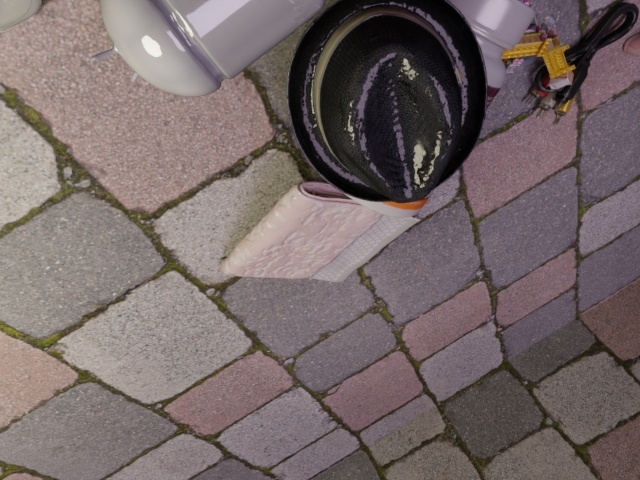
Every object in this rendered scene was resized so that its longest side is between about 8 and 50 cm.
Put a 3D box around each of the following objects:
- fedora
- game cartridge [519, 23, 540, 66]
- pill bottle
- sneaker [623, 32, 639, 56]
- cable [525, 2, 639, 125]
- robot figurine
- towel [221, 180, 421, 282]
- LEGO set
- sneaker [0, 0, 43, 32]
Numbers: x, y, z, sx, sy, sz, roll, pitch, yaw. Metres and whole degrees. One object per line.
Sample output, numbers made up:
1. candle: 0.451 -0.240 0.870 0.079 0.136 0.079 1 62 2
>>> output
1. fedora: 0.103 -0.174 0.745 0.334 0.152 0.334 -1 123 -1
2. game cartridge: 0.423 -0.400 1.080 0.056 0.017 0.083 -18 136 -10
3. pill bottle: 0.175 -0.255 0.920 0.224 0.224 0.392 7 126 -35
4. sneaker: 0.765 -0.455 1.186 0.134 0.070 0.051 -31 136 -2
5. cable: 0.559 -0.402 1.150 0.139 0.072 0.287 26 102 -25
6. robot figurine: -0.135 -0.329 0.686 0.353 0.200 0.300 -36 170 5
7. towel: 0.000 0.000 1.099 0.317 0.053 0.332 7 147 -34
8. LEGO set: 0.405 -0.386 1.023 0.287 0.107 0.132 0 160 -23
9. sneaker: -0.465 -0.265 0.616 0.262 0.121 0.099 -17 136 -16
